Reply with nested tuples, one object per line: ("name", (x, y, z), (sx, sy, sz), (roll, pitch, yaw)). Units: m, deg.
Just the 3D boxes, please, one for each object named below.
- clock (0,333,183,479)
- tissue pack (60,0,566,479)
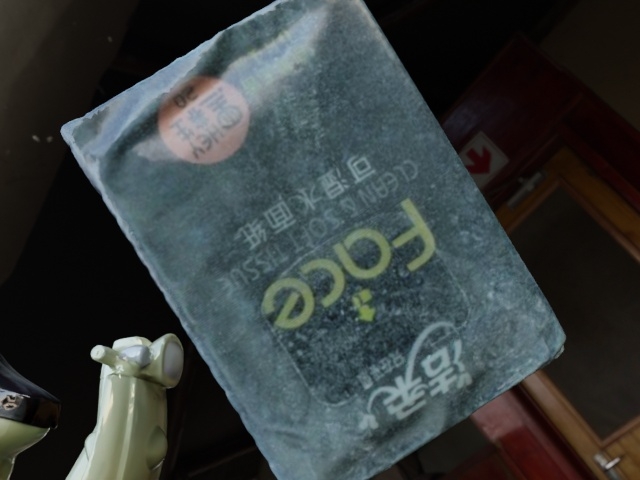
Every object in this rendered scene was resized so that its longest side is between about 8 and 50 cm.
("clock", (-0.264, 0.177, 0.514), (0.120, 0.379, 0.276), (78, -147, -69))
("tissue pack", (0.000, 0.000, 0.446), (0.228, 0.315, 0.103), (-32, 3, -4))
